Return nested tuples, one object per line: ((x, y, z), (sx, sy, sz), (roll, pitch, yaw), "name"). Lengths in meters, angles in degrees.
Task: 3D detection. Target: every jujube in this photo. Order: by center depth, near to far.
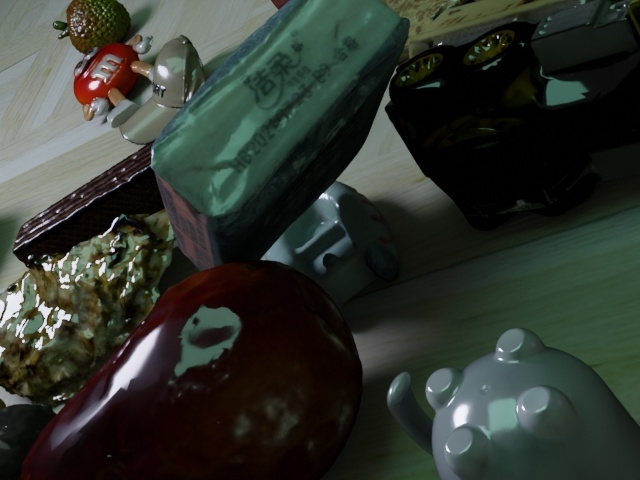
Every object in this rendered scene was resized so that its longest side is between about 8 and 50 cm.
((-0.111, 0.158, 0.884), (0.318, 0.223, 0.223), (-39, 33, 9), "jujube")

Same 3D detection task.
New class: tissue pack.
((-0.043, -0.084, 0.925), (0.228, 0.103, 0.316), (-50, -5, -11), "tissue pack")

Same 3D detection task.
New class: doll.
((-0.350, -0.283, 1.753), (0.183, 0.085, 0.217), (-49, 43, -9), "doll")

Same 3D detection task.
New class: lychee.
((-0.434, -0.411, 1.956), (0.146, 0.114, 0.114), (-14, 35, -4), "lychee")

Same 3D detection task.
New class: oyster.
((-0.329, 0.094, 1.258), (0.396, 0.111, 0.204), (-28, 46, 16), "oyster")

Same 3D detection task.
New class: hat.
((-0.250, -0.230, 1.584), (0.175, 0.085, 0.147), (-39, 34, 1), "hat")

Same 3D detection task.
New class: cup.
((0.138, 0.133, 0.721), (0.134, 0.142, 0.173), (-41, 33, 2), "cup")

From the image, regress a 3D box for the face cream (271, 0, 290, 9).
((0.023, -0.418, 1.515), (0.214, 0.096, 0.096), (-21, 38, 29), "face cream")

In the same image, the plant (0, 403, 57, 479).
((-0.290, 0.290, 0.977), (0.146, 0.149, 0.274), (-52, 28, 19), "plant")

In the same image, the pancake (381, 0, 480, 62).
((0.137, -0.314, 1.341), (0.235, 0.029, 0.212), (-35, 33, 9), "pancake")

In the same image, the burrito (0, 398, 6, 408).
((-0.538, 0.284, 1.291), (0.392, 0.076, 0.117), (-30, 34, 18), "burrito")

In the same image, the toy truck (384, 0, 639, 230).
((0.258, -0.161, 0.913), (0.405, 0.181, 0.254), (-11, 36, 43), "toy truck")

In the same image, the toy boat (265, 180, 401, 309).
((0.000, 0.000, 1.077), (0.134, 0.079, 0.208), (-40, 35, 7), "toy boat")

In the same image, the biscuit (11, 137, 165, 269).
((-0.221, -0.057, 1.335), (0.388, 0.107, 0.073), (-29, 33, 18), "biscuit")
